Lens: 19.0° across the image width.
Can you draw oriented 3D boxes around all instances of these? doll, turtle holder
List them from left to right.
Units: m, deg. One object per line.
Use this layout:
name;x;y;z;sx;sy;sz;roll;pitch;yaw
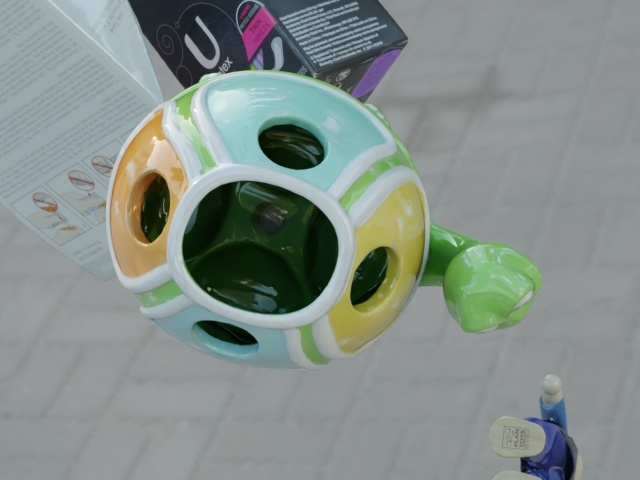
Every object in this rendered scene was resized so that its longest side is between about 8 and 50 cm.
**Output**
turtle holder;-0.017;0.010;1.501;0.243;0.320;0.227;-47;6;6
doll;0.165;0.162;1.403;0.046;0.129;0.189;-3;-10;17

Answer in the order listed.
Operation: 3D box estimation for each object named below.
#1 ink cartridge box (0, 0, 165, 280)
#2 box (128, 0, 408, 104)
ink cartridge box;-0.263;-0.143;1.914;0.308;0.385;0.091;-25;31;47
box;-0.070;-0.233;1.914;0.143;0.165;0.270;-23;69;-41
